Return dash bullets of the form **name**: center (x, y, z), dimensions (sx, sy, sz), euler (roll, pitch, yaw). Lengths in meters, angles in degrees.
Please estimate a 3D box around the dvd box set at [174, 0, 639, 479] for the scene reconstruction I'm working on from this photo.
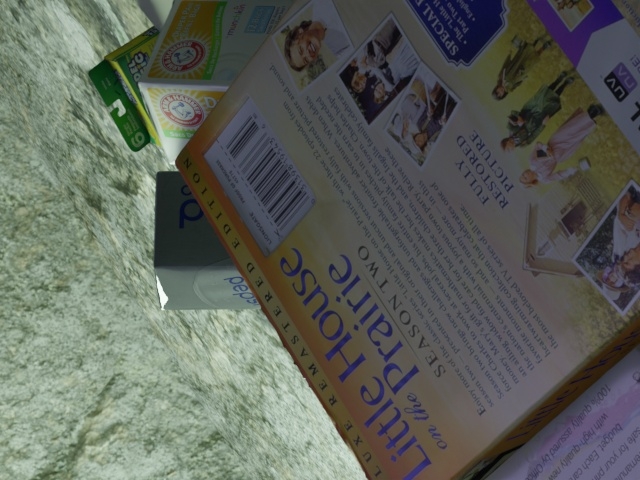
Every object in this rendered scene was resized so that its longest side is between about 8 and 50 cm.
- **dvd box set**: center (0.100, -0.060, 1.061), dimensions (0.420, 0.062, 0.307), euler (-49, 64, 38)

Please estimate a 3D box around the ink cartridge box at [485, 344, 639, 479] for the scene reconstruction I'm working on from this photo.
- **ink cartridge box**: center (0.207, 0.108, 1.184), dimensions (0.270, 0.197, 0.198), euler (49, 128, 21)

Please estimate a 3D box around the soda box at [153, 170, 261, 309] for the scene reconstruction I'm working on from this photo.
- **soda box**: center (0.000, 0.000, 1.540), dimensions (0.091, 0.286, 0.098), euler (92, 178, -63)

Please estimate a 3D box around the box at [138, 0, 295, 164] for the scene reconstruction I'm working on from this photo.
- **box**: center (-0.036, -0.132, 1.506), dimensions (0.203, 0.114, 0.103), euler (5, 141, 19)

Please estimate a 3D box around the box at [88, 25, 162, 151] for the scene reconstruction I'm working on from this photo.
- **box**: center (-0.135, -0.172, 1.774), dimensions (0.105, 0.179, 0.043), euler (61, 163, -23)

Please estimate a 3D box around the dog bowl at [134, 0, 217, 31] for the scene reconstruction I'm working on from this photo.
- **dog bowl**: center (-0.123, -0.295, 1.631), dimensions (0.265, 0.104, 0.265), euler (49, 163, 21)
